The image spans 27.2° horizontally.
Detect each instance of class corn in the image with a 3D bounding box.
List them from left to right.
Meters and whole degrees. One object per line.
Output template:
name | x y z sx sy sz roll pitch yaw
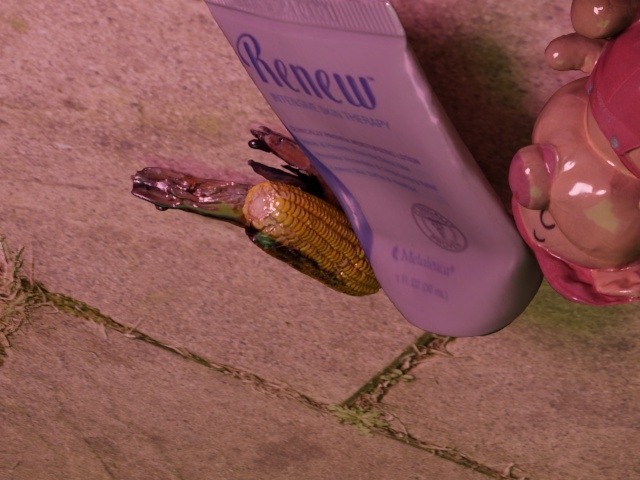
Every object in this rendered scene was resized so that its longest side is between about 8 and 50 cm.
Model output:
corn | 0.000 0.000 1.251 0.072 0.072 0.203 -7 157 33

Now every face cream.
face cream | 0.068 -0.063 1.122 0.235 0.137 0.420 21 155 46

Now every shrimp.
shrimp | -0.079 -0.054 1.278 0.219 0.046 0.152 10 150 2

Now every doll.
doll | 0.224 -0.064 0.994 0.152 0.196 0.256 16 143 -3
